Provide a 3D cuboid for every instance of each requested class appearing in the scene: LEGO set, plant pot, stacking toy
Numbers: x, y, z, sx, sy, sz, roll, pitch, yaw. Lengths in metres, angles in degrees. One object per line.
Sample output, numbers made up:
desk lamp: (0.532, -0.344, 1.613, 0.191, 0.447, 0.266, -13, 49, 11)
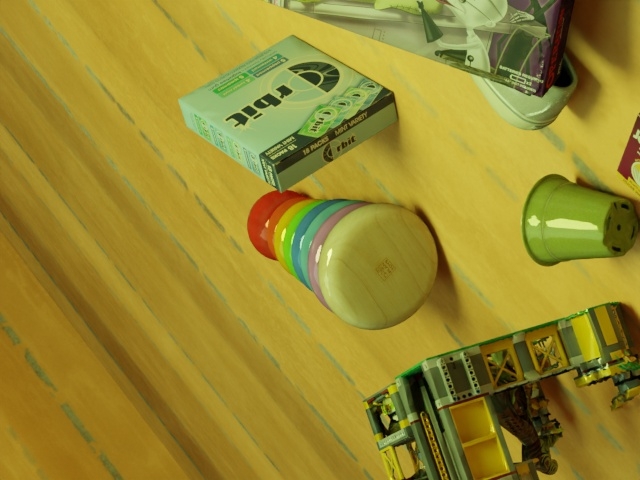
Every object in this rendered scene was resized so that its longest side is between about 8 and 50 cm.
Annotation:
LEGO set: (0.182, 0.202, 1.482, 0.331, 0.255, 0.192, -38, 68, 61)
plant pot: (0.232, -0.015, 1.335, 0.079, 0.083, 0.083, 7, 127, 48)
stacking toy: (0.000, 0.000, 1.781, 0.330, 0.141, 0.141, 24, 141, 62)

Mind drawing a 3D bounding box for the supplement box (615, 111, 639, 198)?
supplement box: (0.274, -0.067, 1.206, 0.055, 0.043, 0.083, 49, 156, 25)

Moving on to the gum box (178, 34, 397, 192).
gum box: (-0.036, -0.138, 1.621, 0.184, 0.157, 0.041, 35, 149, 44)

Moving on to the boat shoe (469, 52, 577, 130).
boat shoe: (0.137, -0.199, 1.296, 0.227, 0.079, 0.081, 51, 148, 6)

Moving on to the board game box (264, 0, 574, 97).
board game box: (0.042, -0.260, 1.216, 0.346, 0.056, 0.208, 22, 129, 19)
